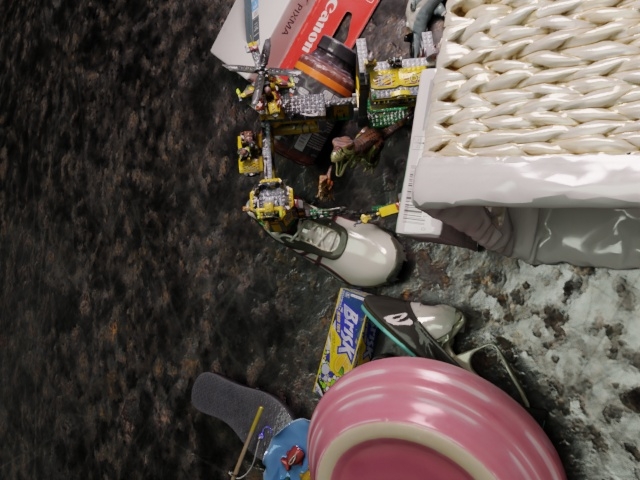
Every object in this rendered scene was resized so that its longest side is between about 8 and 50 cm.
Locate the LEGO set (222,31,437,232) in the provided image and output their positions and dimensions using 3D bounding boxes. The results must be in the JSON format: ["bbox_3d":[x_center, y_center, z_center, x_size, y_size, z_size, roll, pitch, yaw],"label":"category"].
[{"bbox_3d":[0.032,-0.141,0.700,0.331,0.192,0.255,3,76,4],"label":"LEGO set"}]

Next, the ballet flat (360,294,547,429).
[{"bbox_3d":[0.178,0.151,0.697,0.096,0.095,0.280,-47,70,10],"label":"ballet flat"}]

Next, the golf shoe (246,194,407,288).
[{"bbox_3d":[0.000,0.000,0.820,0.272,0.120,0.105,23,95,34],"label":"golf shoe"}]

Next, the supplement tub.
[{"bbox_3d":[-0.014,-0.230,0.866,0.106,0.106,0.198,38,106,33],"label":"supplement tub"}]

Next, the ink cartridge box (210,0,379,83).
[{"bbox_3d":[-0.042,-0.407,0.934,0.261,0.066,0.296,42,108,33],"label":"ink cartridge box"}]

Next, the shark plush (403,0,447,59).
[{"bbox_3d":[0.164,-0.349,0.790,0.067,0.073,0.161,17,89,5],"label":"shark plush"}]

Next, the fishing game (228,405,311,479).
[{"bbox_3d":[-0.008,0.362,0.786,0.264,0.041,0.189,29,100,17],"label":"fishing game"}]

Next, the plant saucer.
[{"bbox_3d":[0.122,0.309,0.641,0.332,0.084,0.332,8,109,24],"label":"plant saucer"}]

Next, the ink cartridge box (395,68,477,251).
[{"bbox_3d":[0.161,-0.083,0.645,0.056,0.224,0.181,8,88,24],"label":"ink cartridge box"}]

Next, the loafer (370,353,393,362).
[{"bbox_3d":[0.110,0.241,0.743,0.062,0.061,0.170,-37,64,27],"label":"loafer"}]

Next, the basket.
[{"bbox_3d":[0.304,-0.117,0.496,0.331,0.328,0.267,2,81,36],"label":"basket"}]

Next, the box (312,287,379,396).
[{"bbox_3d":[0.046,0.160,0.804,0.059,0.054,0.169,17,94,36],"label":"box"}]

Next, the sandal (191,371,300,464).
[{"bbox_3d":[-0.121,0.294,0.911,0.254,0.054,0.097,20,86,38],"label":"sandal"}]
